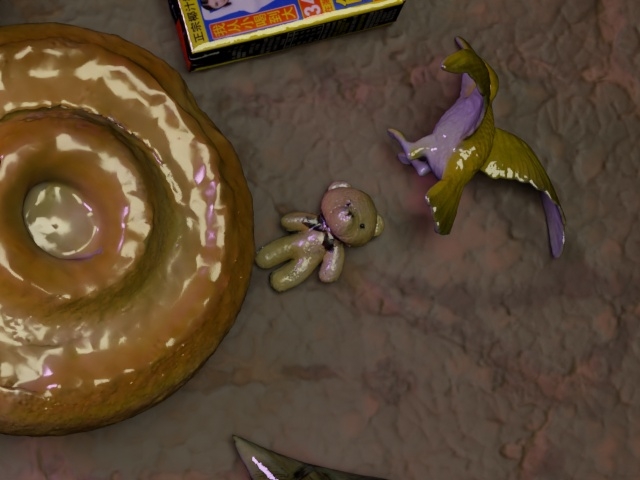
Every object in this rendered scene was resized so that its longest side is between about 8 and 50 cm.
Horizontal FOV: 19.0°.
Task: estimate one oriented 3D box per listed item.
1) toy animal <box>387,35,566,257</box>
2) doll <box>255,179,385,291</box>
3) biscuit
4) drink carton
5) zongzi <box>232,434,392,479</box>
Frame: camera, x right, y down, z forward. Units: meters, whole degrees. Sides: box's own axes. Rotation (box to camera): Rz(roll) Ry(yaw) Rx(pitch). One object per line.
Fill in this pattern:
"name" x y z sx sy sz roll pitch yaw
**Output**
"toy animal" 0.096 -0.086 1.411 0.095 0.219 0.155 -29 50 6
"doll" 0.001 0.000 1.417 0.093 0.051 0.061 -36 90 19
"biscuit" -0.186 -0.011 1.335 0.296 0.102 0.296 4 76 -17
"drink carton" -0.027 -0.181 1.419 0.165 0.056 0.071 -14 77 -9
"zongzi" 0.004 0.173 1.389 0.104 0.052 0.113 -21 74 -17
